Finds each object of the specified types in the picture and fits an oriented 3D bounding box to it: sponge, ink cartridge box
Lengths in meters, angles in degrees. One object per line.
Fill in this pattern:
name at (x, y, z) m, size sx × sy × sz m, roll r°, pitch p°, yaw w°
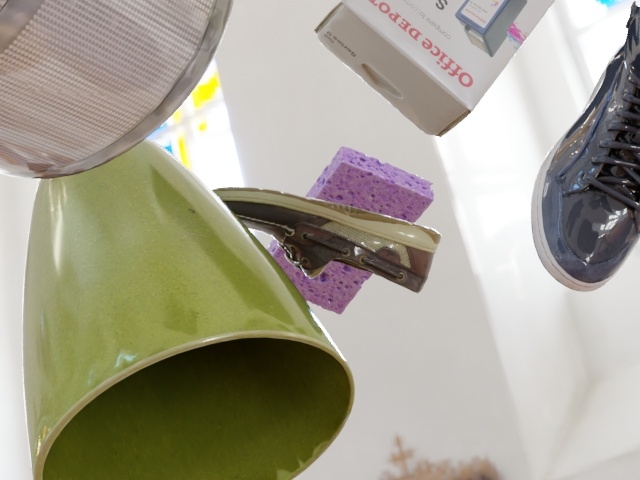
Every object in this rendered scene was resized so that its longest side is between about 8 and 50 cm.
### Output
sponge at (0.024, -0.008, 1.746) m, size 0.117 × 0.031 × 0.210 m, roll 22°, pitch -51°, yaw -19°
ink cartridge box at (0.120, -0.224, 1.420) m, size 0.154 × 0.212 × 0.093 m, roll 40°, pitch -20°, yaw -5°

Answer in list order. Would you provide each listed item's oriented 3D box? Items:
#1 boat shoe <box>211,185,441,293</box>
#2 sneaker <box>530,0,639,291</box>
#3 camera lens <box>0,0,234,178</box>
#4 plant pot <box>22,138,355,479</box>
boat shoe at (0.001, 0.000, 1.468) m, size 0.223 × 0.073 × 0.080 m, roll 11°, pitch -3°, yaw -5°
sneaker at (0.224, -0.084, 1.060) m, size 0.086 × 0.226 × 0.163 m, roll 26°, pitch -22°, yaw -4°
camera lens at (-0.183, -0.157, 0.750) m, size 0.219 × 0.219 × 0.274 m, roll -26°, pitch -20°, yaw 19°
plant pot at (-0.150, 0.057, 1.358) m, size 0.274 × 0.293 × 0.275 m, roll -17°, pitch -36°, yaw -13°
